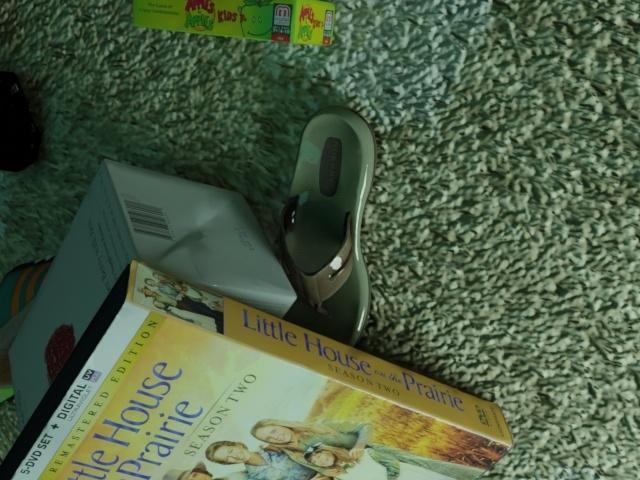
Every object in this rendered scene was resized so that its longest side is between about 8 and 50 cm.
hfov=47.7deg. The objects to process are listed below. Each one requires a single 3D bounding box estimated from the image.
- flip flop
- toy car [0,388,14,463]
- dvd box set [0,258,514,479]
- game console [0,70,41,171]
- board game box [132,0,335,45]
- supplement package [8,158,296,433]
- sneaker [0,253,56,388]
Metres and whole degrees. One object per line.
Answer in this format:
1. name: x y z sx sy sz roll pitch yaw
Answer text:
1. flip flop: 0.000 0.000 0.758 0.112 0.080 0.276 14 109 20
2. toy car: -0.512 0.233 1.063 0.225 0.053 0.239 -30 90 28
3. dvd box set: -0.062 0.215 0.719 0.421 0.062 0.307 26 118 -25
4. game console: -0.475 -0.241 0.850 0.213 0.044 0.361 8 132 18
5. board game box: -0.087 -0.228 0.731 0.182 0.092 0.043 12 107 21
6. supplement package: -0.195 0.093 0.781 0.293 0.175 0.177 -56 44 25
7. sneaker: -0.326 0.057 0.903 0.302 0.108 0.121 -35 53 11
